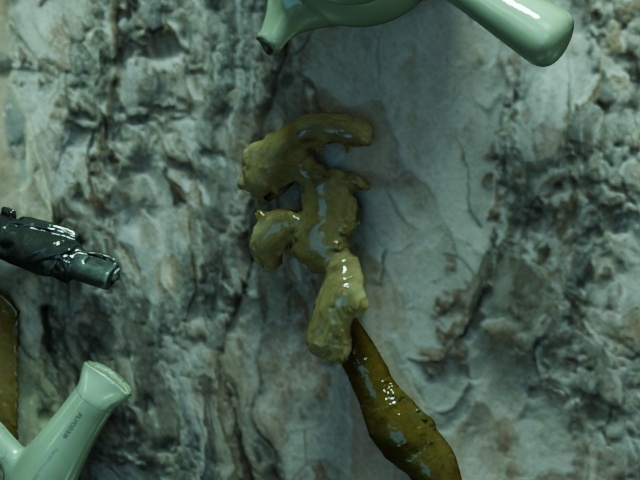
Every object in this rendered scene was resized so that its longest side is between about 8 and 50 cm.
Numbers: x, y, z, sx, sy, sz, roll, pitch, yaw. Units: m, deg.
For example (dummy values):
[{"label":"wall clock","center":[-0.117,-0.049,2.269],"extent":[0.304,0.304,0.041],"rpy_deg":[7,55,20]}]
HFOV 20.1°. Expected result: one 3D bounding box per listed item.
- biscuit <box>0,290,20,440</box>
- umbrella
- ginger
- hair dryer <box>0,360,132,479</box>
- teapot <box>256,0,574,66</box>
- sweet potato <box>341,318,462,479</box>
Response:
[{"label":"biscuit","center":[-0.452,0.153,2.081],"extent":[0.237,0.013,0.232],"rpy_deg":[8,106,19]},{"label":"umbrella","center":[-0.326,0.006,1.974],"extent":[0.236,0.059,0.066],"rpy_deg":[18,132,14]},{"label":"ginger","center":[-0.014,-0.003,1.845],"extent":[0.149,0.065,0.258],"rpy_deg":[2,98,26]},{"label":"hair dryer","center":[-0.352,0.182,2.020],"extent":[0.237,0.075,0.206],"rpy_deg":[34,106,9]},{"label":"teapot","center":[0.082,-0.286,1.690],"extent":[0.318,0.149,0.220],"rpy_deg":[3,117,13]},{"label":"sweet potato","center":[0.082,0.188,1.861],"extent":[0.067,0.067,0.274],"rpy_deg":[-32,87,25]}]
